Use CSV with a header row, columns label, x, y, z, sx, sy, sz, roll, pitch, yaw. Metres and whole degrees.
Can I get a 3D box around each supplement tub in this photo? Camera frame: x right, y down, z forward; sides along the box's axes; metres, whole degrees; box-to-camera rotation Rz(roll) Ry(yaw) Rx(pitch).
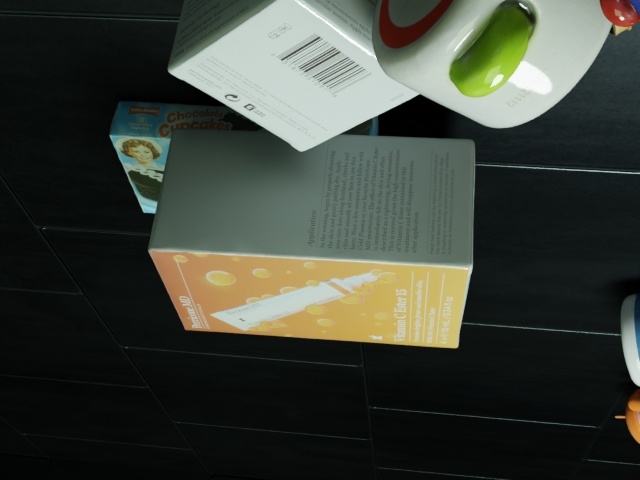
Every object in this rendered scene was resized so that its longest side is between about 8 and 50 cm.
label,x,y,z,sx,sy,sz,roll,pitch,yaw
supplement tub,0.557,0.140,1.389,0.200,0.144,0.144,-9,148,28

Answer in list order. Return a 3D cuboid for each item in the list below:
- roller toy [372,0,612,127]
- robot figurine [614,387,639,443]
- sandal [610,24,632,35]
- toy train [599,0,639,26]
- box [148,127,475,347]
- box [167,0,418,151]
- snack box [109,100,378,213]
label,x,y,z,sx,sy,sz,roll,pitch,yaw
roller toy,0.151,-0.203,0.802,0.146,0.209,0.191,22,173,-25
robot figurine,0.646,0.311,1.710,0.158,0.128,0.219,-22,173,-39
sandal,0.249,-0.218,0.852,0.090,0.060,0.219,33,155,-25
toy train,0.283,-0.223,0.710,0.248,0.143,0.105,46,152,-21
box,0.000,0.000,1.111,0.345,0.168,0.215,3,151,7
box,-0.019,-0.201,0.920,0.181,0.119,0.182,29,146,-34
snack box,-0.087,-0.093,1.203,0.322,0.060,0.187,4,151,7
